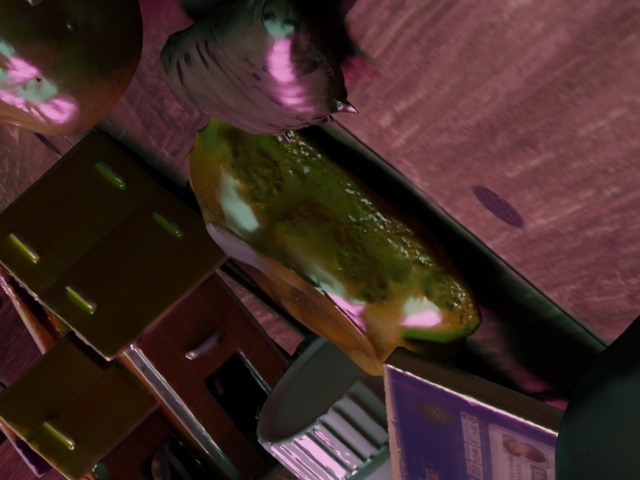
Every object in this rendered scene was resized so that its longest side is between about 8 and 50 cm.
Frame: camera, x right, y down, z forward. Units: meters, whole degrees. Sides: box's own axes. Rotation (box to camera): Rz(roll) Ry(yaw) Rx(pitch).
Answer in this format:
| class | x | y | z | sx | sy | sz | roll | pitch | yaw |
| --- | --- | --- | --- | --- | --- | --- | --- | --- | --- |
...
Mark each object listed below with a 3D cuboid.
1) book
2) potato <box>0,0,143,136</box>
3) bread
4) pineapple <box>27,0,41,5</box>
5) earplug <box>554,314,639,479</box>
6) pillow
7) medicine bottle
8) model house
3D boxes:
| class | x | y | z | sx | sy | sz | roll | pitch | yaw |
| --- | --- | --- | --- | --- | --- | --- | --- | --- | --- |
| book | 0.191 | 0.187 | 1.235 | 0.322 | 0.018 | 0.228 | 21 | 150 | 17 |
| potato | -0.193 | -0.140 | 1.195 | 0.155 | 0.137 | 0.200 | 11 | -179 | -26 |
| bread | 0.000 | 0.000 | 1.235 | 0.233 | 0.088 | 0.161 | 39 | 171 | 9 |
| pineapple | -0.108 | -0.163 | 0.696 | 0.166 | 0.193 | 0.166 | 41 | 169 | 10 |
| earplug | 0.252 | 0.156 | 0.909 | 0.185 | 0.185 | 0.324 | 30 | 172 | 37 |
| pillow | -0.033 | -0.092 | 1.074 | 0.093 | 0.051 | 0.241 | 42 | 165 | -12 |
| medicine bottle | 0.108 | 0.199 | 1.466 | 0.318 | 0.158 | 0.158 | 42 | 168 | -17 |
| model house | -0.193 | 0.097 | 1.705 | 0.323 | 0.300 | 0.340 | 52 | 160 | -11 |
